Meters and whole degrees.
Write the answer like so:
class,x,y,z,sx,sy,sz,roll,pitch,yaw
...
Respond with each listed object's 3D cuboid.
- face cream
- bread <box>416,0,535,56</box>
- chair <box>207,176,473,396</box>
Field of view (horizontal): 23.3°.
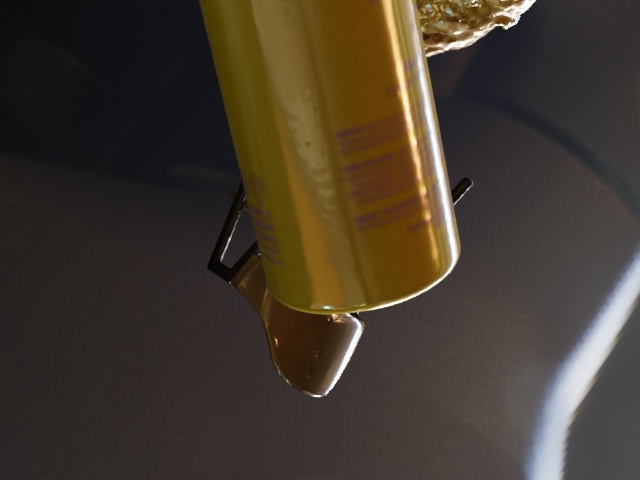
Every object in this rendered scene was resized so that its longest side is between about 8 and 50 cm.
class,x,y,z,sx,sy,sz,roll,pitch,yaw
face cream,-0.010,-0.110,0.557,0.078,0.078,0.273,-30,118,-36
bread,0.055,-0.240,1.056,0.139,0.240,0.240,-77,180,-55
chair,0.000,0.000,1.449,0.159,0.172,0.247,31,91,-43
